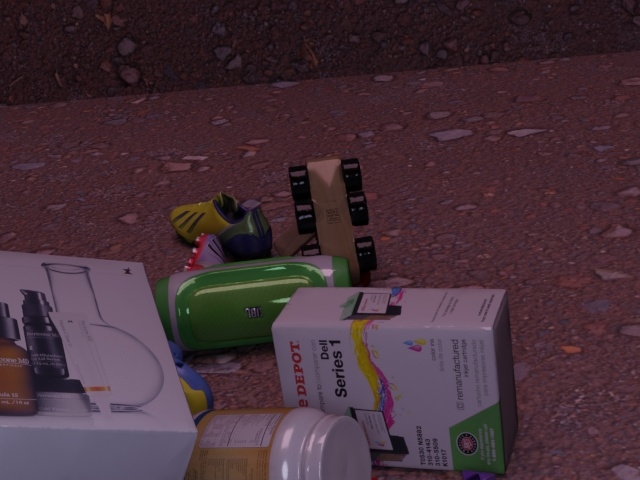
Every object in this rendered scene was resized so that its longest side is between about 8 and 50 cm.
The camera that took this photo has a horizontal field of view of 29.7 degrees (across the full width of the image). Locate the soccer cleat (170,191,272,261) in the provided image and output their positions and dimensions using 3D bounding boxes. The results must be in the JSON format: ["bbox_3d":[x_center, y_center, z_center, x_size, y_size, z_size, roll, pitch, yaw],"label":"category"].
[{"bbox_3d":[-0.187,-0.043,2.252,0.093,0.121,0.289,-23,26,-33],"label":"soccer cleat"}]

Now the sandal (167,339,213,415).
[{"bbox_3d":[-0.249,0.178,1.722,0.138,0.126,0.317,-20,25,-38],"label":"sandal"}]

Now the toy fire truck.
[{"bbox_3d":[0.000,0.000,2.049,0.159,0.217,0.246,-9,-20,-2],"label":"toy fire truck"}]

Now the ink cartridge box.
[{"bbox_3d":[0.094,0.170,1.501,0.278,0.201,0.117,0,22,19],"label":"ink cartridge box"}]

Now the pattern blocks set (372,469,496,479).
[{"bbox_3d":[0.126,0.345,1.275,0.285,0.026,0.325,-7,22,16],"label":"pattern blocks set"}]

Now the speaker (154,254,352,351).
[{"bbox_3d":[-0.098,0.096,1.859,0.297,0.131,0.131,-7,21,3],"label":"speaker"}]

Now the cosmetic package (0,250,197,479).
[{"bbox_3d":[-0.335,0.119,1.166,0.377,0.097,0.284,5,29,-25],"label":"cosmetic package"}]

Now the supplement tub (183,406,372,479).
[{"bbox_3d":[-0.057,0.262,1.371,0.200,0.144,0.144,-6,20,28],"label":"supplement tub"}]

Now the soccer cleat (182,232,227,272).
[{"bbox_3d":[-0.188,0.057,2.084,0.095,0.083,0.248,22,16,-5],"label":"soccer cleat"}]
